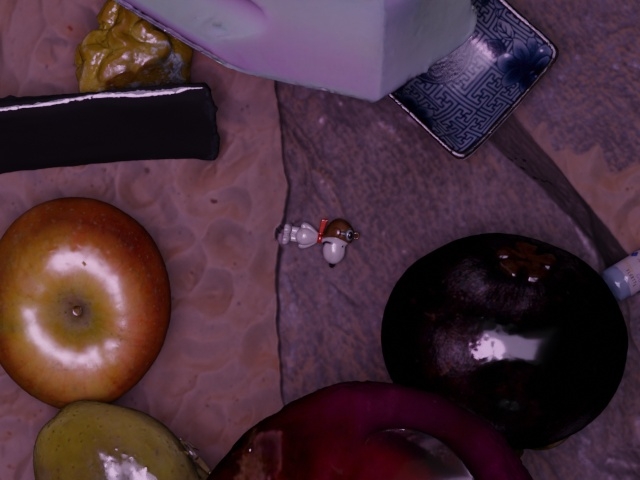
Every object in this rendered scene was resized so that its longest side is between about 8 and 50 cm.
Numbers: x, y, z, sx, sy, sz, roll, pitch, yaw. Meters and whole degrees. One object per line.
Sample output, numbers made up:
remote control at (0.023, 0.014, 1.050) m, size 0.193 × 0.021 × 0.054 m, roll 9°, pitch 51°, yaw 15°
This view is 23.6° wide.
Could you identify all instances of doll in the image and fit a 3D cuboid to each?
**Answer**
doll at (-0.001, -0.007, 1.807) m, size 0.085 × 0.040 × 0.058 m, roll 27°, pitch 96°, yaw -2°

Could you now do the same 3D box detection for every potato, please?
potato at (-0.202, 0.276, 1.657) m, size 0.169 × 0.143 × 0.248 m, roll -45°, pitch 98°, yaw 3°

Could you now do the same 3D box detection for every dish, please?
dish at (0.133, -0.232, 1.802) m, size 0.243 × 0.080 × 0.182 m, roll 42°, pitch 86°, yaw -1°

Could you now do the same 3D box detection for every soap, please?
soap at (-0.070, -0.323, 1.668) m, size 0.446 × 0.156 × 0.261 m, roll 32°, pitch 49°, yaw 26°

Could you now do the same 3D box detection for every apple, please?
apple at (-0.272, 0.069, 1.723) m, size 0.210 × 0.173 × 0.235 m, roll 20°, pitch 96°, yaw -6°

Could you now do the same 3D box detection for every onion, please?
onion at (0.071, 0.340, 1.599) m, size 0.398 × 0.420 × 0.398 m, roll -1°, pitch 88°, yaw 18°

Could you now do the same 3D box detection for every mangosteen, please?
mangosteen at (0.199, 0.141, 1.724) m, size 0.275 × 0.275 × 0.302 m, roll 9°, pitch 120°, yaw -3°

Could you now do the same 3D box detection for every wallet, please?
wallet at (-0.259, -0.126, 1.748) m, size 0.285 × 0.146 × 0.030 m, roll -6°, pitch 60°, yaw -5°

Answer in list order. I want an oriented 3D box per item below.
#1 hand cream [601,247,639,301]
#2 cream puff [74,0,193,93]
hand cream at (0.397, 0.027, 1.828) m, size 0.170 × 0.043 × 0.065 m, roll -29°, pitch 91°, yaw -9°
cream puff at (-0.222, -0.214, 1.760) m, size 0.146 × 0.146 × 0.116 m, roll -20°, pitch 68°, yaw -4°
